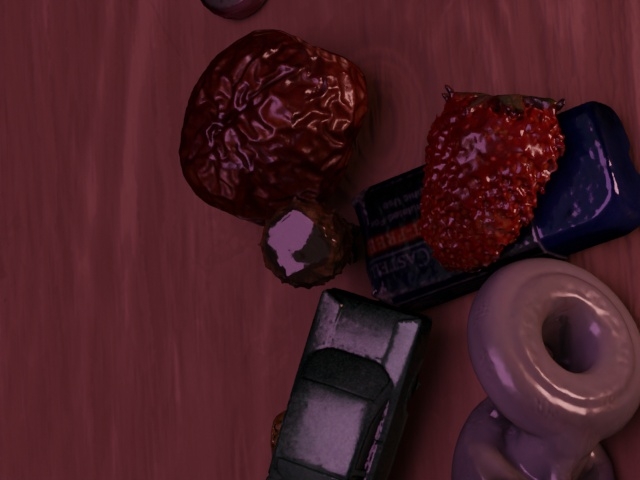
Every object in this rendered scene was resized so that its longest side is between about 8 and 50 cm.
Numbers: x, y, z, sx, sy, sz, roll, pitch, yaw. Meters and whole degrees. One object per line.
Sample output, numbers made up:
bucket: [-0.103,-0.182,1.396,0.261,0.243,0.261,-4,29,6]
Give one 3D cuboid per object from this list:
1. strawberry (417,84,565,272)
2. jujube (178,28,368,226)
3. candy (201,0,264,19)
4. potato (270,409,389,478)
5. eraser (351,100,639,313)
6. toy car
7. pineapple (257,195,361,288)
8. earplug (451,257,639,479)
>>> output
strawberry: [0.176,-0.067,1.707,0.167,0.087,0.208,5,88,30]
jujube: [-0.057,-0.135,1.916,0.213,0.213,0.232,31,102,30]
candy: [-0.114,-0.340,2.060,0.103,0.043,0.103,-4,82,31]
potato: [0.008,0.259,1.895,0.170,0.080,0.107,31,113,29]
eraser: [0.198,-0.030,1.798,0.332,0.102,0.155,-22,73,29]
toy car: [0.015,0.220,1.795,0.141,0.097,0.320,17,89,23]
pineapple: [0.000,0.000,1.864,0.108,0.198,0.108,1,94,19]
earplug: [0.237,0.182,1.708,0.175,0.214,0.325,-173,92,-68]
